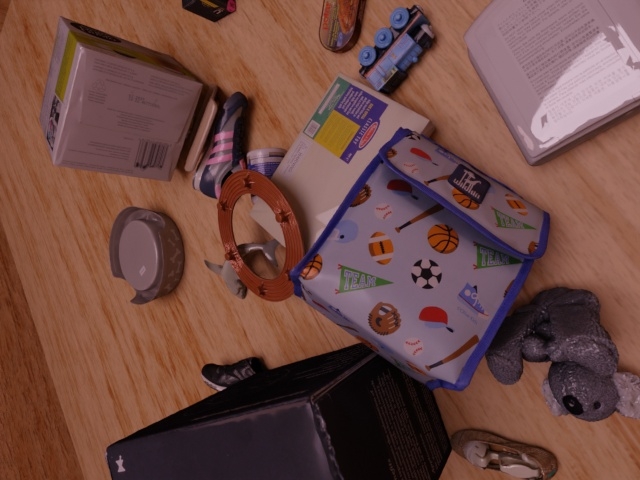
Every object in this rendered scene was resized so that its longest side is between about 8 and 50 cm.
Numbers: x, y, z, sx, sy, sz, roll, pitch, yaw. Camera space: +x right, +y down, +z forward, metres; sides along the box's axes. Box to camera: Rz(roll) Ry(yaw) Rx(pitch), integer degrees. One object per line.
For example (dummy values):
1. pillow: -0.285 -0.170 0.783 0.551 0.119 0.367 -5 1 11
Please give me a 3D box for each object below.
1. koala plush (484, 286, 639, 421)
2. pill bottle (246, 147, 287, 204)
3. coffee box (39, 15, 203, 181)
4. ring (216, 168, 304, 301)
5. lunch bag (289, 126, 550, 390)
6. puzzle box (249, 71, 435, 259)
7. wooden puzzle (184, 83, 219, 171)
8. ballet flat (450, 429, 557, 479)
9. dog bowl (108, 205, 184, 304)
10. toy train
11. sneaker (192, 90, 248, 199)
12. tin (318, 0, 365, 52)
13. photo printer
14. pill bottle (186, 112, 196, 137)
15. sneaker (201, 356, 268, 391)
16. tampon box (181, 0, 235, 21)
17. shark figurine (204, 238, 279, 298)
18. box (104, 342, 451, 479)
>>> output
1. koala plush: 0.434 0.214 0.733 0.196 0.203 0.221 -28 97 44
2. pill bottle: -0.133 -0.145 1.145 0.112 0.112 0.186 -6 89 37
3. coffee box: -0.624 -0.423 1.319 0.334 0.338 0.338 46 119 39
4. ring: -0.162 -0.005 1.043 0.337 0.032 0.336 20 119 41
5. lunch bag: 0.183 0.012 0.762 0.328 0.239 0.385 35 74 8
6. puzzle box: 0.034 -0.149 0.978 0.272 0.052 0.408 41 103 30
7. wooden puzzle: -0.349 -0.340 1.286 0.220 0.044 0.238 -61 26 23
8. ballet flat: 0.352 0.429 0.851 0.206 0.067 0.073 -8 90 37
9. dog bowl: -0.620 0.051 1.529 0.349 0.102 0.348 4 96 37
10. toy train: 0.165 -0.412 0.930 0.184 0.080 0.105 -44 77 28
11. sneaker: -0.257 -0.265 1.254 0.131 0.112 0.318 29 109 7
12. tin: 0.053 -0.549 1.026 0.106 0.040 0.189 17 103 31
13. photo printer: 0.409 -0.321 0.731 0.256 0.107 0.307 -32 74 33
14. pill bottle: -0.437 -0.380 1.398 0.043 0.043 0.083 32 112 31
15. sneaker: -0.228 0.395 1.275 0.284 0.107 0.124 12 91 28
16. tampon box: -0.329 -0.749 1.243 0.102 0.121 0.160 -5 91 38
17. shark figurine: -0.216 0.041 1.234 0.166 0.116 0.278 39 129 -9
18. box: -0.052 0.419 0.861 0.480 0.472 0.297 -24 78 26
